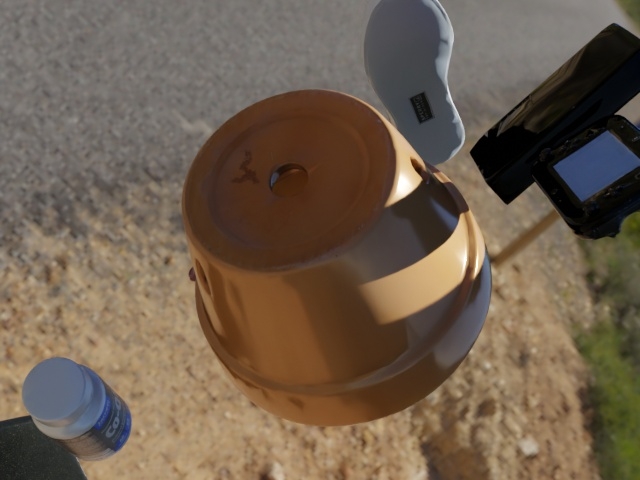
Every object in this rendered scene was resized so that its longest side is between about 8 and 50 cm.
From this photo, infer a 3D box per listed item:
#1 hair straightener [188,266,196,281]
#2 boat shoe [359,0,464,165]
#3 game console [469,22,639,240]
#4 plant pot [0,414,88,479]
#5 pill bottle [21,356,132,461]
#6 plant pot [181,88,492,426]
[{"bbox_3d":[-0.066,0.025,1.665,0.089,0.230,0.047,60,0,-25],"label":"hair straightener"},{"bbox_3d":[0.107,-0.218,1.428,0.306,0.113,0.105,57,10,-54],"label":"boat shoe"},{"bbox_3d":[0.260,-0.100,1.146,0.044,0.213,0.361,44,12,-17],"label":"game console"},{"bbox_3d":[-0.392,0.320,1.516,0.187,0.167,0.188,60,-21,9],"label":"plant pot"},{"bbox_3d":[-0.245,0.169,1.192,0.078,0.078,0.137,54,-7,25],"label":"pill bottle"},{"bbox_3d":[0.000,0.000,1.096,0.291,0.291,0.203,58,-2,36],"label":"plant pot"}]
